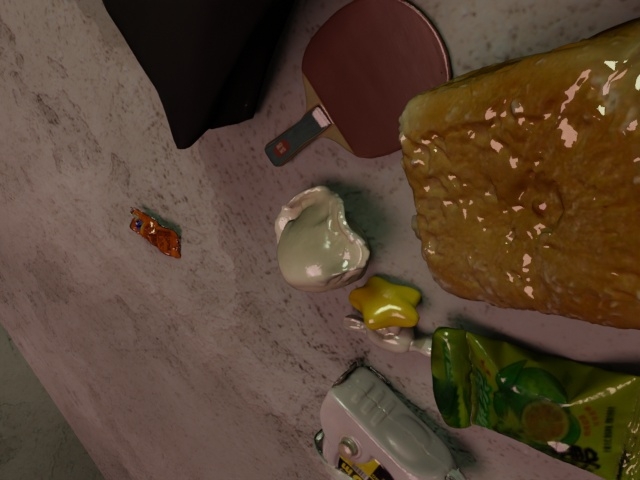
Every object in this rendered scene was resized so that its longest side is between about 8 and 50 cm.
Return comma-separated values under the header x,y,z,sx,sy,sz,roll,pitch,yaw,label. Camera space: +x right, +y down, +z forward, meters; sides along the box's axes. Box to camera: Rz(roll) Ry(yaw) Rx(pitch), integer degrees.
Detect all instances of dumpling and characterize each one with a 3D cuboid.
x,y,z,sx,sy,sz,roll,pitch,yaw,label
0.000,0.000,0.690,0.188,0.108,0.127,-16,81,60,dumpling

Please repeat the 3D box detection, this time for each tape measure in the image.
x,y,z,sx,sy,sz,roll,pitch,yaw,label
0.088,0.321,0.811,0.236,0.120,0.197,41,131,19,tape measure

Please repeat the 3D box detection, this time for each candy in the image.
x,y,z,sx,sy,sz,roll,pitch,yaw,label
0.243,0.180,0.619,0.246,0.069,0.149,13,121,41,candy

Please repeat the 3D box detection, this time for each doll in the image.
x,y,z,sx,sy,sz,roll,pitch,yaw,label
0.091,0.110,0.710,0.135,0.071,0.113,32,142,15,doll

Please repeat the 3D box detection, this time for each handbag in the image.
x,y,z,sx,sy,sz,roll,pitch,yaw,label
-0.149,-0.289,0.585,0.288,0.152,0.342,55,148,4,handbag

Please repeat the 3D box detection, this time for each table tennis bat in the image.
x,y,z,sx,sy,sz,roll,pitch,yaw,label
0.024,-0.151,0.619,0.274,0.021,0.154,-27,98,46,table tennis bat

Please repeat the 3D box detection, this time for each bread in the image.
x,y,z,sx,sy,sz,roll,pitch,yaw,label
0.188,-0.052,0.432,0.246,0.176,0.195,4,110,57,bread

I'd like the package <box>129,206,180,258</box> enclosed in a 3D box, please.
x,y,z,sx,sy,sz,roll,pitch,yaw,label
-0.292,-0.014,0.980,0.111,0.033,0.077,32,125,14,package
